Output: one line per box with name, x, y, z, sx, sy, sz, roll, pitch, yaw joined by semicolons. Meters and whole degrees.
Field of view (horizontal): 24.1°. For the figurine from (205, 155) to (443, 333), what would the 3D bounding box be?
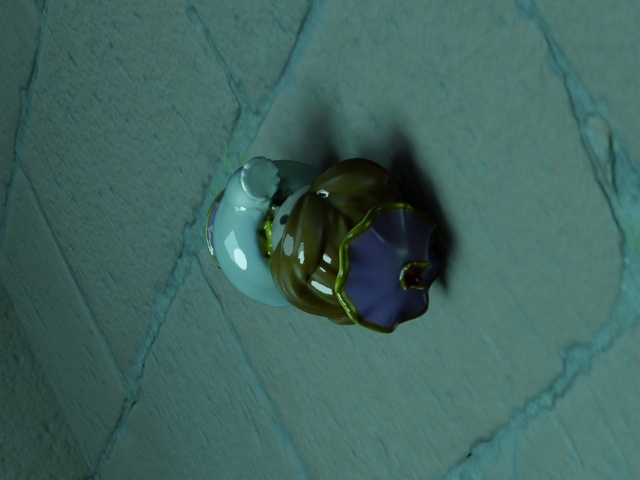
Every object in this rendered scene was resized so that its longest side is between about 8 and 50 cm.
figurine;0.000;0.000;1.323;0.189;0.142;0.263;45;162;-25
